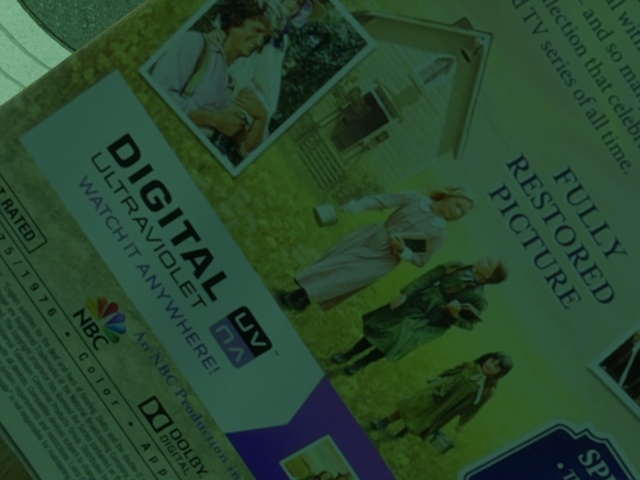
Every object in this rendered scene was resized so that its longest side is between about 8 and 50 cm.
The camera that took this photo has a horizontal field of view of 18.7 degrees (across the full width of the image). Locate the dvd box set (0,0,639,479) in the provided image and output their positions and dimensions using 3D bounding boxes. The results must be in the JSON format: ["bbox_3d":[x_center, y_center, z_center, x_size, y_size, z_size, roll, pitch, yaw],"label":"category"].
[{"bbox_3d":[0.095,0.005,0.600,0.420,0.307,0.062,-33,6,24],"label":"dvd box set"}]

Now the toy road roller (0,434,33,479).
[{"bbox_3d":[-0.144,0.141,1.017,0.202,0.240,0.329,-47,6,-2],"label":"toy road roller"}]
